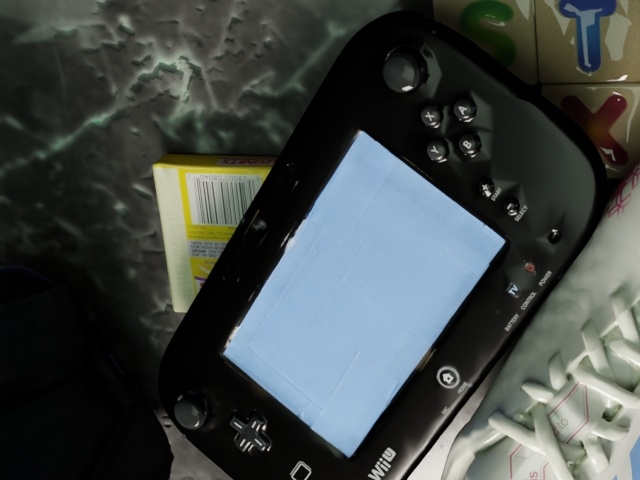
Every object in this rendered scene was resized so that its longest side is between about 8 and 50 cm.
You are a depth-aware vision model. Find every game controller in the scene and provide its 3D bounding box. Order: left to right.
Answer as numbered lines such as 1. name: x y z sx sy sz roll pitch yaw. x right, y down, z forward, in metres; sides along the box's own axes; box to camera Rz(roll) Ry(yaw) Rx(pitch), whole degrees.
1. game controller: 0.025 0.031 0.780 0.166 0.067 0.319 43 122 19

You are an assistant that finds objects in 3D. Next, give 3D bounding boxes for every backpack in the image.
1. backpack: -0.223 0.151 0.857 0.213 0.263 0.276 -18 103 31

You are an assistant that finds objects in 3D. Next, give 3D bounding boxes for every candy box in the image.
1. candy box: 0.000 0.000 0.842 0.206 0.027 0.105 3 117 18

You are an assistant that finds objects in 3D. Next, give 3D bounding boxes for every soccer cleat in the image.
1. soccer cleat: 0.154 0.085 0.745 0.116 0.143 0.331 37 124 21

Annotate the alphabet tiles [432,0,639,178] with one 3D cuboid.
1. alphabet tiles: 0.191 -0.191 0.695 0.285 0.011 0.342 1 114 19
